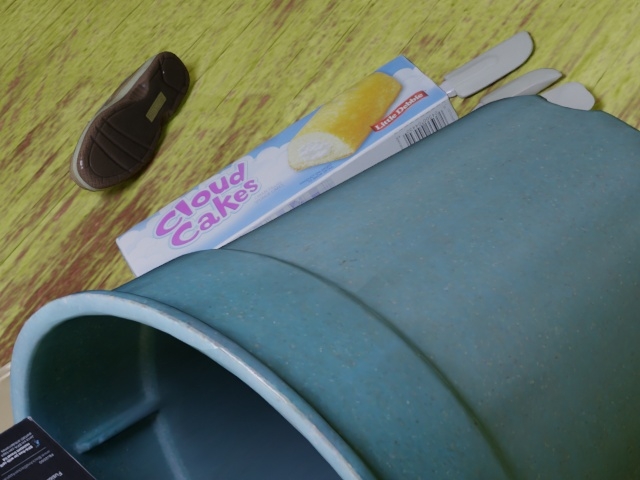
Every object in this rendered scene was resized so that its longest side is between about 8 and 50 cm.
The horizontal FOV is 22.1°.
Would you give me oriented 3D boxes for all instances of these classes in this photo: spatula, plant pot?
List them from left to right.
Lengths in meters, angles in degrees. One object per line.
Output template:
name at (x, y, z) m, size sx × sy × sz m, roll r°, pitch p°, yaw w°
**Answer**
plant pot at (0.061, 0.098, 0.944) m, size 0.341 × 0.341 × 0.334 m, roll 15°, pitch 40°, yaw 44°
spatula at (0.100, -0.088, 1.394) m, size 0.242 × 0.019 × 0.168 m, roll -30°, pitch 37°, yaw 0°

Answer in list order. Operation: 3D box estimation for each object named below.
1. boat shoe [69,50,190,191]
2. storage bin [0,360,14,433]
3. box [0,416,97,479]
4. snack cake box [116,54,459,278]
boat shoe at (-0.195, -0.108, 1.592) m, size 0.072 × 0.068 × 0.190 m, roll -15°, pitch 28°, yaw 39°
storage bin at (-0.184, 0.209, 1.157) m, size 0.260 × 0.123 × 0.262 m, roll -36°, pitch 37°, yaw -9°
box at (-0.105, 0.255, 0.888) m, size 0.290 × 0.169 × 0.087 m, roll 39°, pitch 45°, yaw 22°
snack cake box at (0.000, 0.000, 1.249) m, size 0.264 × 0.152 × 0.089 m, roll -33°, pitch 36°, yaw -5°
